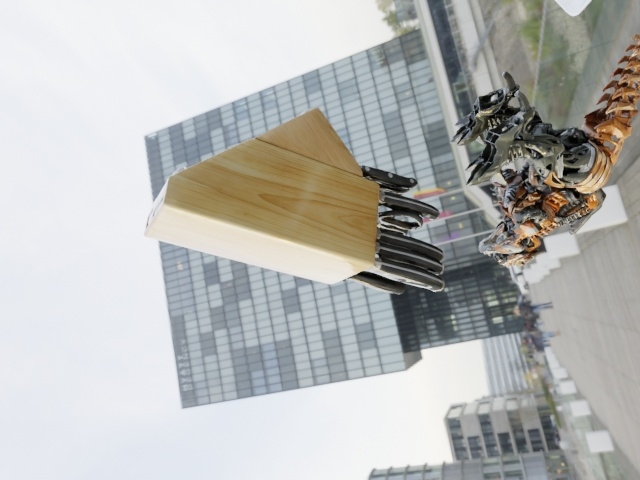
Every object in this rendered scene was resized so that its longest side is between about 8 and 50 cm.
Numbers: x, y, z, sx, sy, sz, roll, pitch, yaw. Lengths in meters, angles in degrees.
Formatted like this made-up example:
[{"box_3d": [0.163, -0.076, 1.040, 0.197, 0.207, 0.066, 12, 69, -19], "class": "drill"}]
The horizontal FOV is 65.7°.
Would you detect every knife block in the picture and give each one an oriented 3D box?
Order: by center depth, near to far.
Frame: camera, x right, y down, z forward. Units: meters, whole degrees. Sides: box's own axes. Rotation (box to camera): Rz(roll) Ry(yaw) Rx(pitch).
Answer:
[{"box_3d": [0.000, 0.000, 0.515, 0.275, 0.088, 0.242, -35, -89, -35], "class": "knife block"}]

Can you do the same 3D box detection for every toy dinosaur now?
[{"box_3d": [0.304, -0.112, 0.666, 0.164, 0.218, 0.322, -108, 41, -75], "class": "toy dinosaur"}]

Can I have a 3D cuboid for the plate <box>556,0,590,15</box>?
[{"box_3d": [0.286, -0.450, 0.555, 0.278, 0.045, 0.277, 53, 165, 10], "class": "plate"}]
